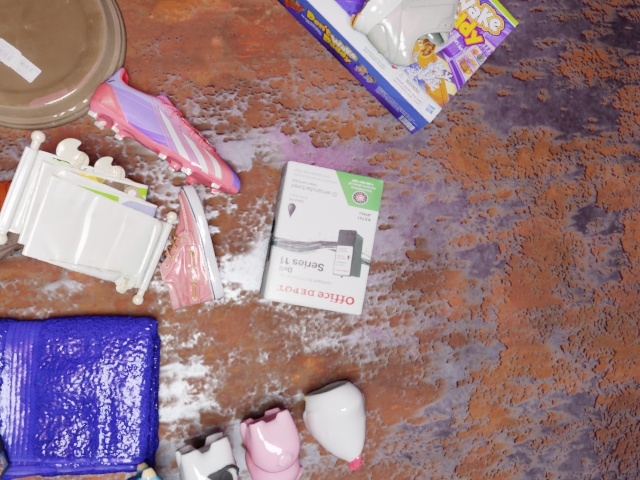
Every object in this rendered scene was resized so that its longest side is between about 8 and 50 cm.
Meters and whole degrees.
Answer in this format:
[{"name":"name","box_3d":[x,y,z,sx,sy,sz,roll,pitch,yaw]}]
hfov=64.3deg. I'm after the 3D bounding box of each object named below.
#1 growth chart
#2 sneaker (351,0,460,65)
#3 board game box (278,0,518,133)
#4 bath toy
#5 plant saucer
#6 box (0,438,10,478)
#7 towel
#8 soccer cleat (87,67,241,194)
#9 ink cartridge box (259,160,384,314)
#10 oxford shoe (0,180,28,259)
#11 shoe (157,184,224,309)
[{"name":"growth chart","box_3d":[-0.308,-0.027,0.697,0.237,0.021,0.172,33,76,-41]},{"name":"sneaker","box_3d":[0.173,-0.360,0.752,0.262,0.099,0.121,-41,103,-2]},{"name":"board game box","box_3d":[0.112,-0.381,0.821,0.347,0.078,0.233,43,81,-6]},{"name":"bath toy","box_3d":[-0.083,0.316,0.724,0.348,0.151,0.129,-17,82,-21]},{"name":"plant saucer","box_3d":[-0.428,-0.300,0.733,0.277,0.041,0.278,0,88,-12]},{"name":"box","box_3d":[-0.500,0.205,0.614,0.159,0.044,0.233,-15,98,-7]},{"name":"towel","box_3d":[-0.383,0.220,0.701,0.308,0.076,0.228,0,89,-11]},{"name":"soccer cleat","box_3d":[-0.217,-0.156,0.750,0.248,0.083,0.095,30,78,-6]},{"name":"ink cartridge box","box_3d":[0.000,0.000,0.779,0.153,0.087,0.209,10,87,-10]},{"name":"oxford shoe","box_3d":[-0.493,0.020,0.686,0.363,0.130,0.133,-22,123,-17]},{"name":"shoe","box_3d":[-0.203,0.011,0.750,0.081,0.063,0.178,-15,95,-17]}]
